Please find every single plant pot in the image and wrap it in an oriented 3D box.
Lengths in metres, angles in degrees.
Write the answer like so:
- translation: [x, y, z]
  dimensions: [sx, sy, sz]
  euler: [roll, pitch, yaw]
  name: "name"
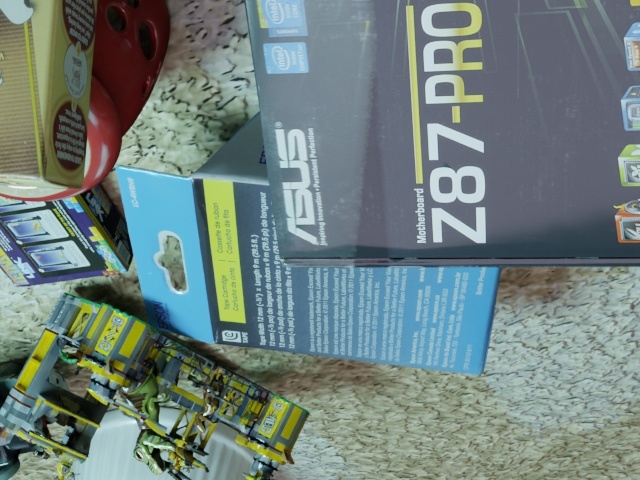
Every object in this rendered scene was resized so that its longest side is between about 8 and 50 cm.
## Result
- translation: [-0.231, -0.137, 0.828]
  dimensions: [0.191, 0.174, 0.191]
  euler: [5, 140, 4]
  name: "plant pot"

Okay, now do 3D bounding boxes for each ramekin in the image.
- translation: [-0.216, 0.351, 1.397]
  dimensions: [0.273, 0.127, 0.273]
  euler: [5, 138, 4]
  name: "ramekin"

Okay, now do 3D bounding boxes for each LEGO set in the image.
- translation: [-0.195, 0.206, 1.125]
  dimensions: [0.255, 0.192, 0.331]
  euler: [13, 162, 48]
  name: "LEGO set"

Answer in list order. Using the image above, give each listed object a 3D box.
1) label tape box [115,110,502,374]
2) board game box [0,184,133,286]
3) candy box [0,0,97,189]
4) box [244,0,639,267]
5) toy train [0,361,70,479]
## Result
- translation: [0.000, 0.000, 0.991]
  dimensions: [0.347, 0.115, 0.249]
  euler: [7, 138, 7]
  name: "label tape box"
- translation: [-0.289, -0.028, 1.048]
  dimensions: [0.141, 0.048, 0.170]
  euler: [-6, 137, 18]
  name: "board game box"
- translation: [-0.243, -0.197, 0.673]
  dimensions: [0.183, 0.316, 0.087]
  euler: [4, 178, 5]
  name: "candy box"
- translation: [0.110, -0.168, 0.724]
  dimensions: [0.318, 0.097, 0.395]
  euler: [1, 120, 11]
  name: "box"
- translation: [-0.473, 0.233, 1.264]
  dimensions: [0.334, 0.190, 0.142]
  euler: [-15, 105, 17]
  name: "toy train"
